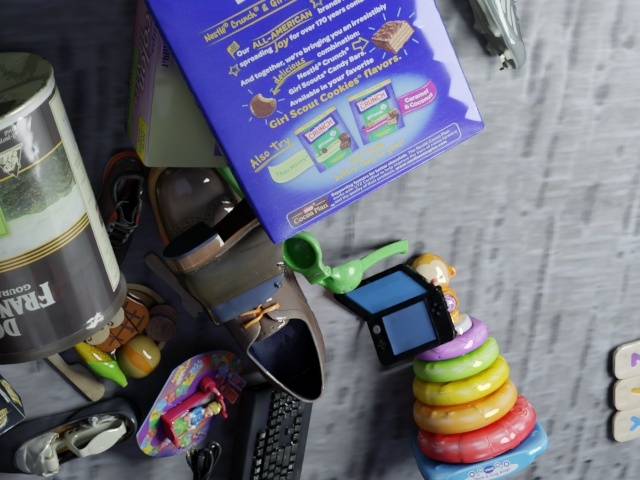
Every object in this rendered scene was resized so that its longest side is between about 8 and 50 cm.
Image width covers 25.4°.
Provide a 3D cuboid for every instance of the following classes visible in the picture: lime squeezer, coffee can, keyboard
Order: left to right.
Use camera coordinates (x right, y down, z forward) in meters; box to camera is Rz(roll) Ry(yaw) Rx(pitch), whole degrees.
[{"bbox_3d":[-0.342,-0.036,1.525,0.201,0.201,0.275,-20,121,-10],"label":"coffee can"},{"bbox_3d":[-0.099,0.328,1.868,0.201,0.033,0.317,-12,121,-38],"label":"keyboard"},{"bbox_3d":[0.000,0.000,1.703,0.310,0.059,0.110,23,69,-36],"label":"lime squeezer"}]

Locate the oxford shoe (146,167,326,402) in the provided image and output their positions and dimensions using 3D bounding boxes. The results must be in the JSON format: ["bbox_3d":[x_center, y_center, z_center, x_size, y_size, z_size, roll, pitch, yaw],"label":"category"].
[{"bbox_3d":[-0.083,0.045,1.702,0.130,0.133,0.364,-34,121,-1],"label":"oxford shoe"}]

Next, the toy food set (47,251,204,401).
[{"bbox_3d":[-0.238,0.113,1.736,0.192,0.038,0.132,-41,122,3],"label":"toy food set"}]

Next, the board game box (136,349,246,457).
[{"bbox_3d":[-0.155,0.216,1.792,0.133,0.033,0.169,11,114,-53],"label":"board game box"}]

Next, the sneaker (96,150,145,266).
[{"bbox_3d":[-0.238,-0.023,1.650,0.061,0.065,0.158,5,114,-23],"label":"sneaker"}]

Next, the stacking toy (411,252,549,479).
[{"bbox_3d":[0.178,0.157,1.869,0.175,0.166,0.302,-17,106,-1],"label":"stacking toy"}]

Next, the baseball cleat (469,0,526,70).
[{"bbox_3d":[0.217,-0.300,1.676,0.109,0.072,0.206,-39,126,-6],"label":"baseball cleat"}]

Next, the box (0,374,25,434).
[{"bbox_3d":[-0.490,0.203,1.681,0.220,0.051,0.175,-34,123,-1],"label":"box"}]

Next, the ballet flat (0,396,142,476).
[{"bbox_3d":[-0.317,0.249,1.759,0.203,0.074,0.074,-18,121,-11],"label":"ballet flat"}]

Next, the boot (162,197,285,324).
[{"bbox_3d":[-0.062,0.005,1.621,0.219,0.082,0.106,-27,115,-6],"label":"boot"}]

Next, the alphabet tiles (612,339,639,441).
[{"bbox_3d":[0.551,0.192,2.084,0.278,0.021,0.284,-14,120,-13],"label":"alphabet tiles"}]

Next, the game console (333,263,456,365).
[{"bbox_3d":[0.094,0.096,1.802,0.122,0.107,0.071,-25,168,35],"label":"game console"}]

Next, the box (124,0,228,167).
[{"bbox_3d":[-0.082,-0.200,1.588,0.243,0.117,0.214,-2,116,-21],"label":"box"}]

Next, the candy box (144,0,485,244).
[{"bbox_3d":[-0.010,-0.200,1.474,0.268,0.122,0.317,-28,123,-4],"label":"candy box"}]
